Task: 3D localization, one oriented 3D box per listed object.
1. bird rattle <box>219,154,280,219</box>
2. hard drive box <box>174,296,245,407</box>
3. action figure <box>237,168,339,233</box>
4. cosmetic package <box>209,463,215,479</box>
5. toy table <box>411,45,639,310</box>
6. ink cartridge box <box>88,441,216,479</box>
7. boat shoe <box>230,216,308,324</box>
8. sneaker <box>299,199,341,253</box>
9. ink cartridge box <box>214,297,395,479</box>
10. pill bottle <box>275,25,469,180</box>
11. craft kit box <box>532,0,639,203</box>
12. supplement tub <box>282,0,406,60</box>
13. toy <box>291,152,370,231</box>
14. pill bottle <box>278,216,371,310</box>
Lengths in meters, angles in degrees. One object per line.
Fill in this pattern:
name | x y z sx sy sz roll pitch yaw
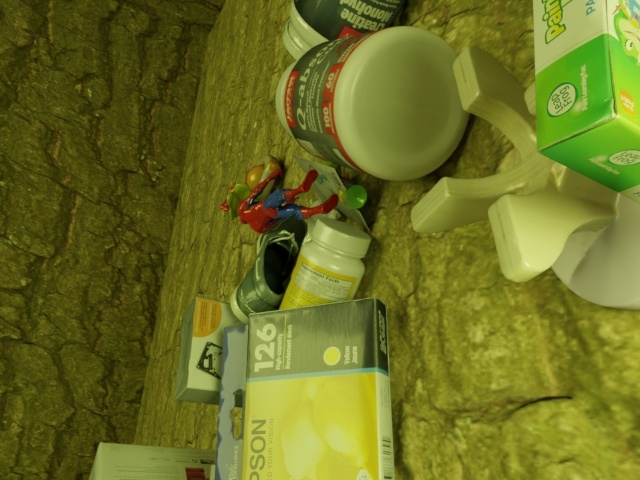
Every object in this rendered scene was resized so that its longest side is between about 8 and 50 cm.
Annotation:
bird rattle | -0.172 -0.136 1.520 0.207 0.143 0.253 -60 13 6
hard drive box | -0.153 0.226 1.086 0.089 0.232 0.181 -45 39 47
action figure | -0.063 -0.088 1.067 0.280 0.091 0.139 -15 33 50
cosmetic package | -0.103 0.499 0.942 0.225 0.138 0.224 -35 46 54
toy table | 0.217 -0.072 0.530 0.274 0.161 0.252 -99 29 -42
ink cartridge box | -0.321 0.569 1.162 0.130 0.309 0.272 -70 24 12
boat shoe | -0.074 0.036 1.106 0.099 0.116 0.319 -42 13 36
sneaker | 0.000 0.000 1.098 0.061 0.054 0.152 23 117 29
ink cartridge box | -0.044 0.252 0.836 0.307 0.072 0.303 -11 65 22
pill bottle | 0.058 -0.223 0.907 0.363 0.210 0.210 34 107 64
craft kit box | 0.251 -0.139 0.396 0.061 0.250 0.246 -27 52 53
supplement tub | 0.058 -0.468 1.064 0.272 0.191 0.191 -53 33 41
toy | 0.030 -0.109 1.056 0.056 0.137 0.237 -35 25 -5
pill bottle | 0.007 0.074 0.964 0.208 0.119 0.119 -69 25 12
